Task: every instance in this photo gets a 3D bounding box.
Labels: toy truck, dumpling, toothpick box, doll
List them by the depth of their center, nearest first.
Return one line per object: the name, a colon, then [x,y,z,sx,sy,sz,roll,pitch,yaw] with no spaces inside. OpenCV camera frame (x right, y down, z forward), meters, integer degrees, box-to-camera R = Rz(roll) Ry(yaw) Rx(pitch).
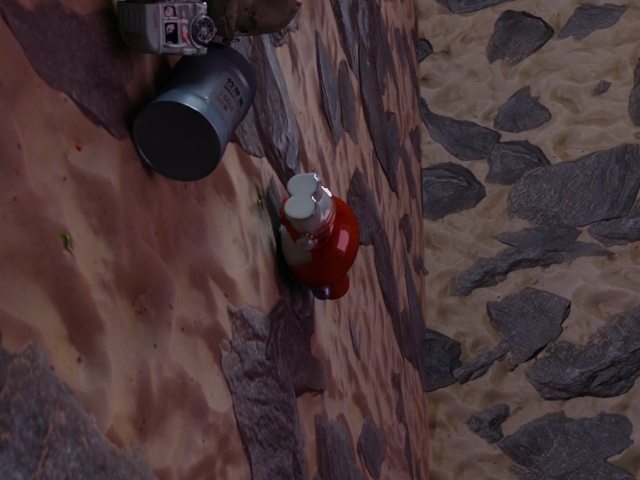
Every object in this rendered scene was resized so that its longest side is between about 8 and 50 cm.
toy truck: [-0.174,-0.276,0.780,0.115,0.080,0.177,-20,119,-41]
toothpick box: [-0.138,-0.148,0.863,0.153,0.101,0.101,-73,154,-50]
dumpling: [-0.090,-0.355,0.906,0.292,0.164,0.204,-74,170,-49]
doll: [0.000,0.000,1.266,0.290,0.130,0.160,68,22,-60]
